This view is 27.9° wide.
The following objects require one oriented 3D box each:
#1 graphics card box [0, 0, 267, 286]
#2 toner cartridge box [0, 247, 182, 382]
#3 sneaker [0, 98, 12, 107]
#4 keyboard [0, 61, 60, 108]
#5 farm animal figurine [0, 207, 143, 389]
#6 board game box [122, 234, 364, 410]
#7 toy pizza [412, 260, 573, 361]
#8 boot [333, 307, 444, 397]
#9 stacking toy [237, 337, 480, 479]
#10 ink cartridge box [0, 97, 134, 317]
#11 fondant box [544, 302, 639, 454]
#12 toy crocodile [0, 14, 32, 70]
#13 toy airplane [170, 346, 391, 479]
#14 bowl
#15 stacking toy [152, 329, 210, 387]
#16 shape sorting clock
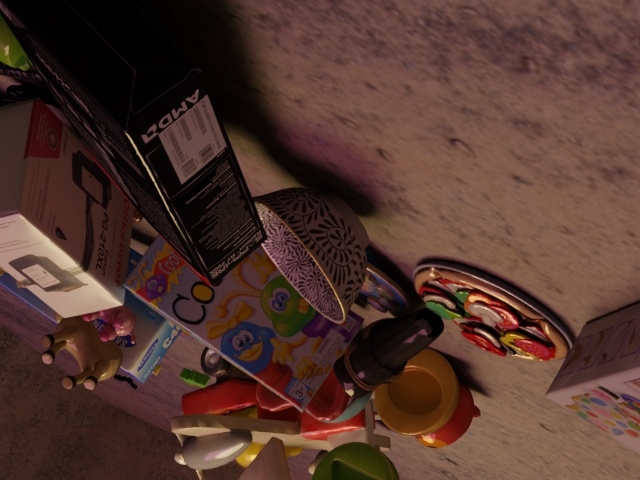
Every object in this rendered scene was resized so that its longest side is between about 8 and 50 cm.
[{"bbox_3d":[-0.181,-0.119,1.265,0.233,0.094,0.371,46,171,22],"label":"graphics card box"},{"bbox_3d":[-0.373,0.064,2.040,0.347,0.165,0.075,30,168,21],"label":"toner cartridge box"},{"bbox_3d":[-0.405,-0.159,1.721,0.178,0.072,0.077,29,147,-7],"label":"sneaker"},{"bbox_3d":[-0.367,-0.210,1.541,0.317,0.033,0.201,15,158,44],"label":"keyboard"},{"bbox_3d":[-0.388,0.029,1.889,0.326,0.330,0.172,15,-160,13],"label":"farm animal figurine"},{"bbox_3d":[-0.096,0.086,1.669,0.275,0.142,0.144,34,172,4],"label":"board game box"},{"bbox_3d":[0.188,0.089,1.444,0.201,0.032,0.201,28,164,9],"label":"toy pizza"},{"bbox_3d":[0.111,0.117,1.580,0.077,0.137,0.198,51,-155,-2],"label":"boot"},{"bbox_3d":[0.053,0.273,1.812,0.309,0.280,0.130,16,169,37],"label":"stacking toy"},{"bbox_3d":[-0.336,-0.035,1.606,0.100,0.172,0.237,-12,146,20],"label":"ink cartridge box"},{"bbox_3d":[0.380,0.150,1.183,0.238,0.096,0.330,32,163,-3],"label":"fondant box"},{"bbox_3d":[-0.340,-0.263,1.245,0.115,0.105,0.340,27,167,15],"label":"toy crocodile"},{"bbox_3d":[-0.056,0.335,2.149,0.386,0.272,0.384,13,175,-3],"label":"toy airplane"},{"bbox_3d":[0.000,0.000,1.392,0.170,0.080,0.170,48,165,17],"label":"bowl"},{"bbox_3d":[-0.197,0.146,2.035,0.221,0.167,0.052,8,153,51],"label":"stacking toy"},{"bbox_3d":[0.015,0.036,1.573,0.206,0.040,0.206,28,163,9],"label":"shape sorting clock"}]
